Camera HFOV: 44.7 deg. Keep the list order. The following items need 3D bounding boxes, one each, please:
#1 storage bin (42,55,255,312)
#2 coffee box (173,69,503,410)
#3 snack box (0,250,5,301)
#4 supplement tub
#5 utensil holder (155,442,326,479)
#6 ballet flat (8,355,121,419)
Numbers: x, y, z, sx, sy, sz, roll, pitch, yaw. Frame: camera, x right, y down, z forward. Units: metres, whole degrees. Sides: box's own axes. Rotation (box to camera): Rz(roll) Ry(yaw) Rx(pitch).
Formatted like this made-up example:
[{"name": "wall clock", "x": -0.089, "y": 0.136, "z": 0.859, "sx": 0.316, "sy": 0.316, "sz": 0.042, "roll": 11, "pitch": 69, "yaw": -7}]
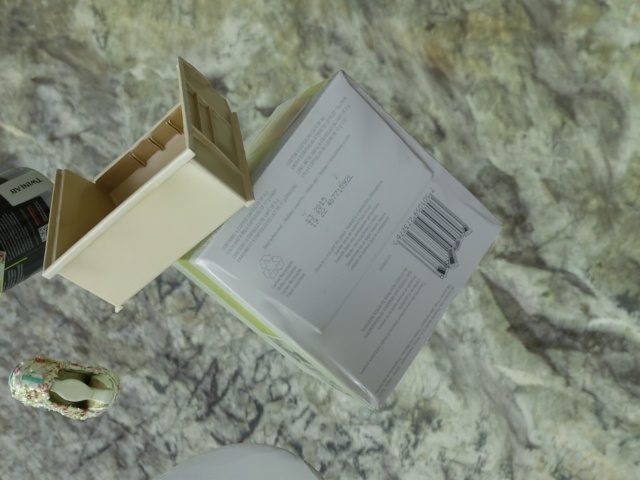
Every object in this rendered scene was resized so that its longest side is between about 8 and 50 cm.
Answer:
[{"name": "storage bin", "x": -0.238, "y": -0.084, "z": 1.070, "sx": 0.262, "sy": 0.123, "sz": 0.260, "roll": -38, "pitch": -141, "yaw": 18}, {"name": "coffee box", "x": 0.000, "y": 0.000, "z": 1.212, "sx": 0.338, "sy": 0.334, "sz": 0.338, "roll": 40, "pitch": -102, "yaw": -16}, {"name": "snack box", "x": -0.509, "y": 0.051, "z": 1.117, "sx": 0.100, "sy": 0.037, "sz": 0.141, "roll": 8, "pitch": -160, "yaw": -22}, {"name": "supplement tub", "x": -0.653, "y": 0.012, "z": 1.464, "sx": 0.207, "sy": 0.207, "sz": 0.338, "roll": 28, "pitch": -140, "yaw": 21}, {"name": "utensil holder", "x": -0.041, "y": 0.461, "z": 0.891, "sx": 0.327, "sy": 0.385, "sz": 0.328, "roll": -19, "pitch": -141, "yaw": 16}, {"name": "ballet flat", "x": -0.361, "y": 0.228, "z": 1.168, "sx": 0.077, "sy": 0.241, "sz": 0.091, "roll": 8, "pitch": -100, "yaw": 24}]
